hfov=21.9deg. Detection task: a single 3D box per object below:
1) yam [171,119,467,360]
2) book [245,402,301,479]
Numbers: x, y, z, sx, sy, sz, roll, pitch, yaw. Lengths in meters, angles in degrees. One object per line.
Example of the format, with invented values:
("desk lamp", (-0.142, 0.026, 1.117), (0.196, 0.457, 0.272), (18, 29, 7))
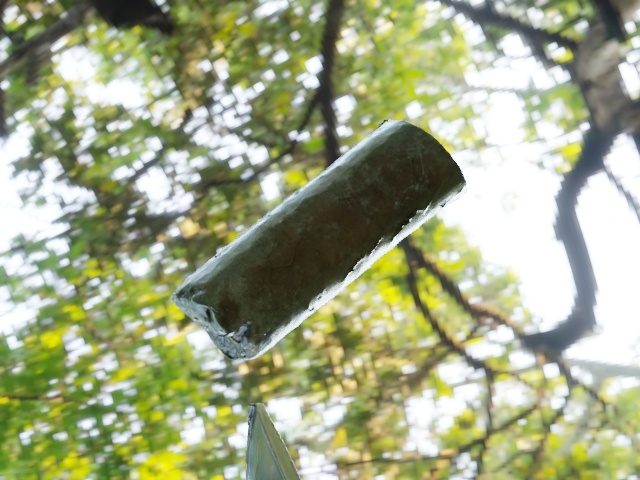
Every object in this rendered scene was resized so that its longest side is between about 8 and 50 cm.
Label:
("yam", (0.000, 0.000, 1.355), (0.259, 0.093, 0.093), (-39, -79, -21))
("book", (-0.016, 0.191, 0.924), (0.014, 0.181, 0.127), (-5, -59, -17))
